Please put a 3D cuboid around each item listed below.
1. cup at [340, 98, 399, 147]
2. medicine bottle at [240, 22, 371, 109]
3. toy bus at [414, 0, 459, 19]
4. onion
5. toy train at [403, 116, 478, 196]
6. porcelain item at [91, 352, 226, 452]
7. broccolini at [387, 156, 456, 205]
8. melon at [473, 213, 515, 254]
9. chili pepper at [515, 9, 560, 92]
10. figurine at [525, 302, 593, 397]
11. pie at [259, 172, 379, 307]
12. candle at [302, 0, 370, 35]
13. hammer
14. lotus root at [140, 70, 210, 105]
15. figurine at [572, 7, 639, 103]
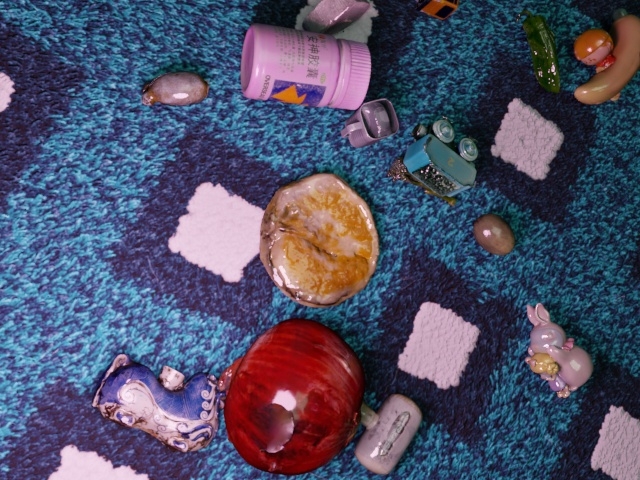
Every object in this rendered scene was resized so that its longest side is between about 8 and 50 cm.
[{"bbox_3d":[0.115,-0.291,1.638,0.128,0.129,0.095,-20,91,-19],"label":"cup"},{"bbox_3d":[-0.039,-0.421,1.573,0.290,0.178,0.178,4,84,-19],"label":"medicine bottle"},{"bbox_3d":[0.340,-0.729,1.773,0.114,0.098,0.201,16,80,-17],"label":"toy bus"},{"bbox_3d":[-0.062,0.356,1.406,0.341,0.341,0.341,2,84,-19],"label":"onion"},{"bbox_3d":[0.321,-0.214,1.691,0.203,0.112,0.163,32,60,-19],"label":"toy train"},{"bbox_3d":[-0.347,0.350,1.421,0.288,0.138,0.186,30,66,-15],"label":"porcelain item"},{"bbox_3d":[0.280,-0.148,1.719,0.216,0.058,0.067,28,76,-15],"label":"broccolini"},{"bbox_3d":[0.475,-0.016,1.753,0.130,0.098,0.098,42,74,-14],"label":"melon"},{"bbox_3d":[0.644,-0.550,1.864,0.074,0.100,0.257,-16,98,-3],"label":"chili pepper"},{"bbox_3d":[0.629,0.299,1.768,0.155,0.127,0.235,-44,94,-7],"label":"figurine"},{"bbox_3d":[0.000,0.000,1.603,0.339,0.077,0.339,3,80,-19],"label":"pie"},{"bbox_3d":[0.049,-0.582,1.627,0.192,0.168,0.068,-36,91,-20],"label":"candle"},{"bbox_3d":[0.094,0.420,1.583,0.305,0.113,0.202,38,72,-7],"label":"hammer"},{"bbox_3d":[-0.343,-0.357,1.517,0.165,0.088,0.088,-8,88,-10],"label":"lotus root"},{"bbox_3d":[0.859,-0.549,1.923,0.222,0.124,0.324,44,77,-10],"label":"figurine"}]
